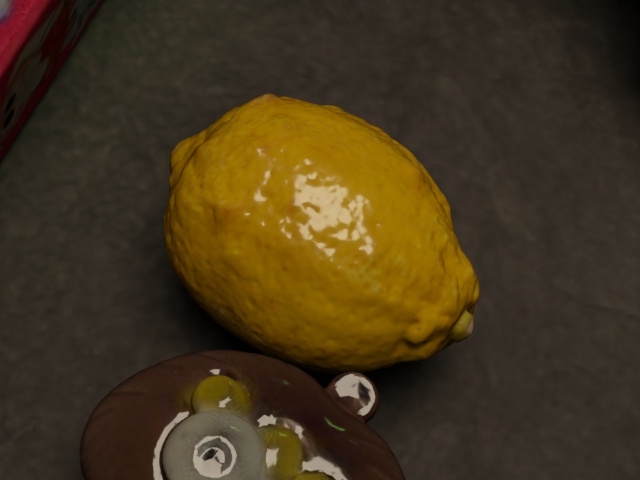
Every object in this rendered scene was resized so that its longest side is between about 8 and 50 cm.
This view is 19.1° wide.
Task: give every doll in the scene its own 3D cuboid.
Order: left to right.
[{"bbox_3d":[-0.040,0.131,0.774,0.145,0.096,0.188,18,69,8],"label":"doll"}]

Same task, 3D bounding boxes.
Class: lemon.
[{"bbox_3d":[0.000,0.000,0.840,0.155,0.114,0.114,33,60,3],"label":"lemon"}]

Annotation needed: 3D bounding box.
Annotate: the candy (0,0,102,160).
[{"bbox_3d":[-0.203,-0.105,0.870,0.157,0.100,0.306,25,59,3],"label":"candy"}]
